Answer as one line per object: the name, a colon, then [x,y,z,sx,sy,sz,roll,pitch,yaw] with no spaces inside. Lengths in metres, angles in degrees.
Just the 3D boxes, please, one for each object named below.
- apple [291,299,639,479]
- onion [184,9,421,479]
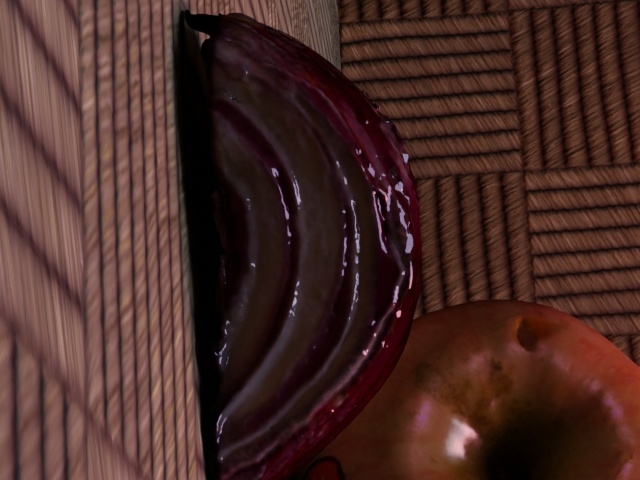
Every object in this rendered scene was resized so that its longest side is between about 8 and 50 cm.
apple: [0.162,0.266,1.700,0.346,0.391,0.391,90,-2,-56]
onion: [0.000,0.000,1.232,0.280,0.146,0.314,-31,115,-81]
